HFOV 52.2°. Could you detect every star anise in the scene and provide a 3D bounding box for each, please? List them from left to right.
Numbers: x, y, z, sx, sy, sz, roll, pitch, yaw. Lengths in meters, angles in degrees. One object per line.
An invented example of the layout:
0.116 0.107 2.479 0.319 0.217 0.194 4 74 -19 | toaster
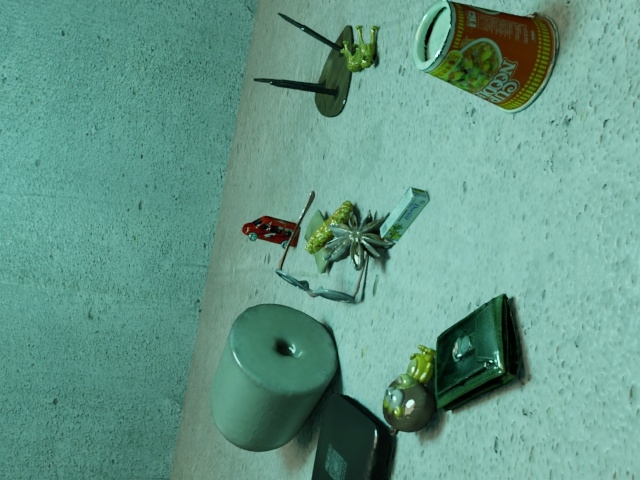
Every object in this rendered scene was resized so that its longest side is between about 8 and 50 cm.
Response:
0.102 0.002 1.659 0.065 0.182 0.195 61 -151 -45 | star anise

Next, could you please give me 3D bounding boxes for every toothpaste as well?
0.195 -0.061 1.554 0.164 0.046 0.034 123 152 -45 | toothpaste

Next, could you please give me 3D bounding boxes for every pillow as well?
0.000 0.000 2.018 0.208 0.053 0.119 -116 39 -52 | pillow

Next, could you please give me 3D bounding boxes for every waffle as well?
0.027 -0.037 1.872 0.191 0.038 0.191 -47 8 9 | waffle

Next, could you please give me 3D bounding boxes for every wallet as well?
0.278 0.212 1.216 0.236 0.055 0.160 130 151 -54 | wallet

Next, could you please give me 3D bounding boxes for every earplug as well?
-0.154 0.420 1.887 0.313 0.312 0.394 -103 28 -46 | earplug

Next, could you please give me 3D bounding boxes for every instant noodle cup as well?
0.293 -0.355 1.210 0.193 0.212 0.193 -169 90 -69 | instant noodle cup

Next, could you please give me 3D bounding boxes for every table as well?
-0.057 -0.558 2.147 0.317 0.249 0.317 -170 90 -69 | table

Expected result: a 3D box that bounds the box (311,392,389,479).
0.069 0.542 1.567 0.289 0.073 0.290 -166 87 -68 | box

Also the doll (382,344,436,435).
0.182 0.311 1.362 0.145 0.096 0.188 -31 42 53 | doll

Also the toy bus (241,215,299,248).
-0.174 -0.035 2.280 0.081 0.195 0.089 -134 60 -65 | toy bus

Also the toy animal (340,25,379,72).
0.112 -0.554 1.969 0.181 0.073 0.136 -22 67 62 | toy animal

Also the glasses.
0.023 0.027 1.773 0.118 0.234 0.268 53 -122 -71 | glasses
